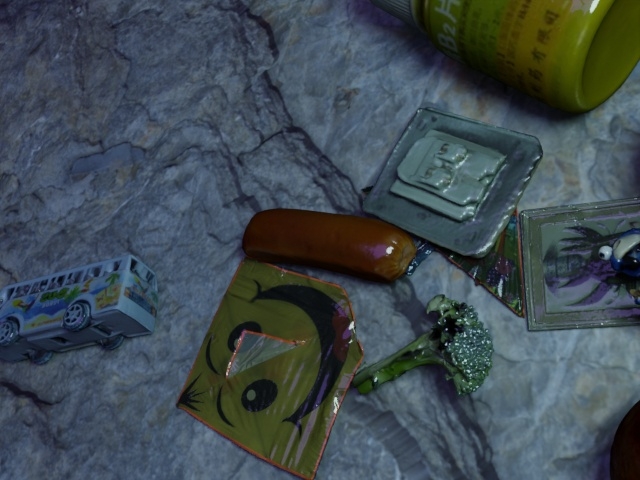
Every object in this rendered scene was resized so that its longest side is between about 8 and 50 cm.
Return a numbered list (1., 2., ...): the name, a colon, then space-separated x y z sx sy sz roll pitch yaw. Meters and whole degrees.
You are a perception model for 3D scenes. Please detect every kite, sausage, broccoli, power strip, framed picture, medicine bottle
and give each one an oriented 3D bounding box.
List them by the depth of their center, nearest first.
1. framed picture: 0.377 0.026 0.855 0.231 0.010 0.173 -8 67 23
2. broccoli: 0.130 0.155 0.885 0.204 0.118 0.122 -27 90 32
3. medicine bottle: 0.252 -0.352 0.943 0.384 0.224 0.224 39 90 32
4. power strip: 0.179 -0.096 0.955 0.213 0.064 0.198 23 78 32
5. kite: 0.206 -0.036 0.965 0.234 0.016 0.321 -48 58 0
6. sausage: 0.000 0.000 1.004 0.300 0.083 0.089 9 79 33
7. kite: -0.087 0.188 1.016 0.328 0.013 0.377 -26 60 15

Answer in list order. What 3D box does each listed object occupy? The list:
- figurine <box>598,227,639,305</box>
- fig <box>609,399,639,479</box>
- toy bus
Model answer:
1. figurine: 0.448 0.036 0.739 0.262 0.164 0.121 29 46 29
2. fig: 0.405 0.241 0.641 0.215 0.235 0.235 7 69 -11
3. toy bus: -0.440 0.123 1.166 0.330 0.109 0.136 -13 55 21
